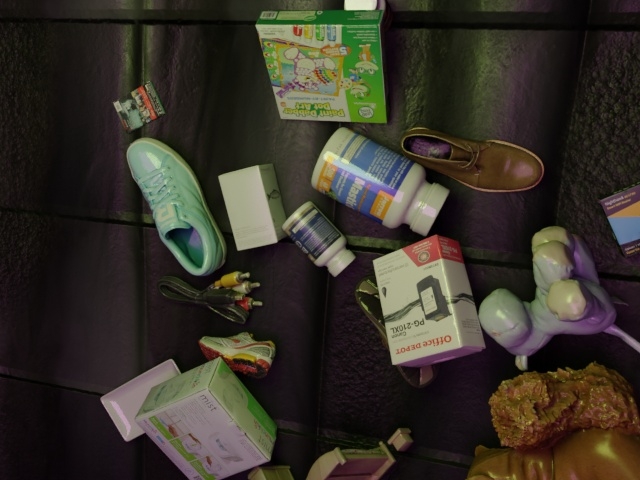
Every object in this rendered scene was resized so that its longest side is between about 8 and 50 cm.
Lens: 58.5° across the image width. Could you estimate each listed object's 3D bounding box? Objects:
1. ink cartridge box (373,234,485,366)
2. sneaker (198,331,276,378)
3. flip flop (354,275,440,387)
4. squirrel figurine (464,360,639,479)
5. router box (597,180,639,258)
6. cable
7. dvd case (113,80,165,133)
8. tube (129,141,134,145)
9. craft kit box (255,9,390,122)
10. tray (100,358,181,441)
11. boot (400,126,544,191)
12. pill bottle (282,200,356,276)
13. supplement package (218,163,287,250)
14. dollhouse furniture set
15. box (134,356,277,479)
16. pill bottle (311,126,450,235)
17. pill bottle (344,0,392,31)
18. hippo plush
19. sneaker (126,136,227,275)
[{"bbox_3d":[0.224,0.132,1.203,0.172,0.100,0.237,-25,64,37],"label":"ink cartridge box"},{"bbox_3d":[-0.208,0.278,1.434,0.225,0.093,0.088,8,133,28],"label":"sneaker"},{"bbox_3d":[0.173,0.207,1.313,0.112,0.080,0.277,-33,74,-15],"label":"flip flop"},{"bbox_3d":[0.481,0.444,1.199,0.370,0.281,0.397,-13,95,29],"label":"squirrel figurine"},{"bbox_3d":[0.672,-0.059,1.146,0.178,0.046,0.133,-25,92,18],"label":"router box"},{"bbox_3d":[-0.279,0.139,1.451,0.287,0.072,0.140,1,124,28],"label":"cable"},{"bbox_3d":[-0.451,-0.329,1.421,0.119,0.013,0.087,-23,93,17],"label":"dvd case"},{"bbox_3d":[-0.414,-0.150,1.428,0.080,0.052,0.207,-14,101,22],"label":"tube"},{"bbox_3d":[0.014,-0.356,1.190,0.249,0.247,0.061,5,58,15],"label":"craft kit box"},{"bbox_3d":[-0.462,0.432,1.552,0.270,0.030,0.145,-30,90,18],"label":"tray"},{"bbox_3d":[0.312,-0.165,1.191,0.305,0.115,0.112,15,102,11],"label":"boot"},{"bbox_3d":[0.000,0.000,1.314,0.169,0.094,0.094,47,108,4],"label":"pill bottle"},{"bbox_3d":[-0.152,-0.080,1.336,0.105,0.105,0.179,-12,97,17],"label":"supplement package"},{"bbox_3d":[-0.014,0.516,1.348,0.356,0.303,0.174,-52,47,16],"label":"dollhouse furniture set"},{"bbox_3d":[-0.277,0.455,1.416,0.231,0.127,0.262,-28,111,18],"label":"box"},{"bbox_3d":[0.131,-0.119,1.227,0.272,0.152,0.152,29,106,9],"label":"pill bottle"},{"bbox_3d":[0.097,-0.472,1.173,0.086,0.152,0.086,3,101,15],"label":"pill bottle"},{"bbox_3d":[0.458,0.124,1.186,0.294,0.234,0.236,28,134,-34],"label":"hippo plush"},{"bbox_3d":[-0.341,-0.078,1.344,0.135,0.150,0.366,-32,99,8],"label":"sneaker"}]
